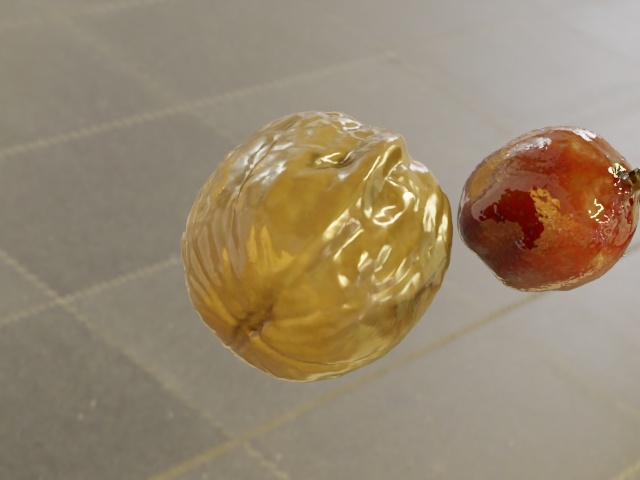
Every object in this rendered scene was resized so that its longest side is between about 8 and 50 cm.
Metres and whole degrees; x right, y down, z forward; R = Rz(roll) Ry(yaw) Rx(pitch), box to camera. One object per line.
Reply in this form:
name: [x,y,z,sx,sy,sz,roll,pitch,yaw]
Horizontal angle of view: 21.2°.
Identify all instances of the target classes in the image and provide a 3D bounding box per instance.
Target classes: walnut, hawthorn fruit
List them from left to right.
walnut: [0.000,0.000,1.477,0.225,0.225,0.261,26,49,12]
hawthorn fruit: [0.230,-0.038,1.650,0.169,0.188,0.169,24,50,-32]
